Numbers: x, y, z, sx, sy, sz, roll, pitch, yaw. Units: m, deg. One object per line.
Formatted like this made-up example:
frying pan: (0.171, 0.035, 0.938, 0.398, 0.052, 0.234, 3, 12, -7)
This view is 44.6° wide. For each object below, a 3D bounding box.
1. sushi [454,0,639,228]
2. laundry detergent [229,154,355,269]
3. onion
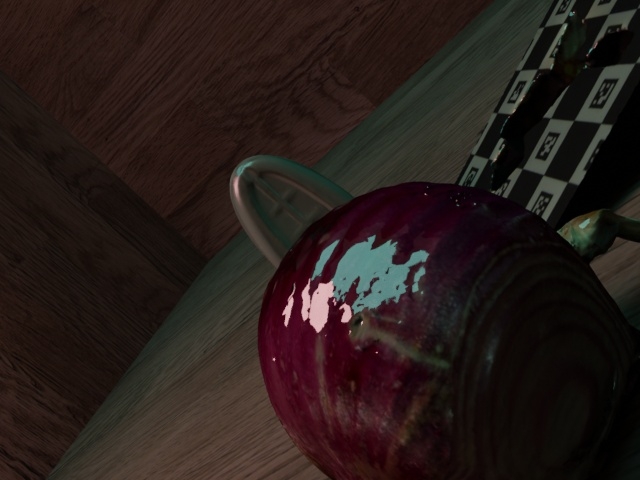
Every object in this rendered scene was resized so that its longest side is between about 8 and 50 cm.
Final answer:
sushi: (0.294, -0.161, 0.880, 0.343, 0.064, 0.359, -62, 9, 7)
laundry detergent: (0.000, 0.000, 1.094, 0.124, 0.264, 0.398, -50, -2, -1)
onion: (0.071, 0.072, 0.534, 0.256, 0.230, 0.272, -37, 21, 42)
